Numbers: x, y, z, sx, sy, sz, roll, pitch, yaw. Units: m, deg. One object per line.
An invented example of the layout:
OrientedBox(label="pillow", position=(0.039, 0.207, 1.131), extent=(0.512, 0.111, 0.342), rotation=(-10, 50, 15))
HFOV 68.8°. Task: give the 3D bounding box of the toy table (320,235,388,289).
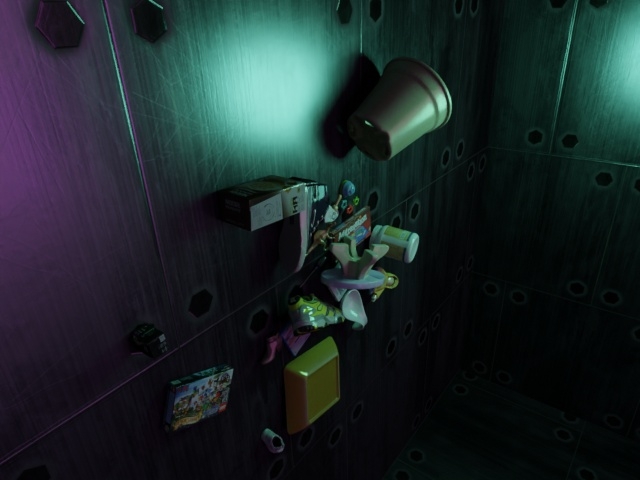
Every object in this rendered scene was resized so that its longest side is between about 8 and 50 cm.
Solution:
OrientedBox(label="toy table", position=(0.143, 0.091, 1.870), extent=(0.275, 0.252, 0.160), rotation=(-3, 110, -34))

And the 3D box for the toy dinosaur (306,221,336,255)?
OrientedBox(label="toy dinosaur", position=(0.000, 0.000, 1.845), extent=(0.183, 0.053, 0.093), rotation=(-51, 136, 0))

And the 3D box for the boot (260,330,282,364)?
OrientedBox(label="boot", position=(-0.189, 0.399, 1.755), extent=(0.118, 0.042, 0.086), rotation=(-38, 127, -42))

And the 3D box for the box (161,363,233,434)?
OrientedBox(label="box", position=(-0.391, 0.505, 1.504), extent=(0.233, 0.044, 0.159), rotation=(-3, 106, -54))

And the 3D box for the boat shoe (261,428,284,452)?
OrientedBox(label="boat shoe", position=(-0.182, 0.835, 1.929), extent=(0.066, 0.063, 0.184), rotation=(-48, 139, -32))

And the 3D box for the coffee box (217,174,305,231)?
OrientedBox(label="coffee box", position=(-0.177, -0.122, 1.447), extent=(0.247, 0.141, 0.098), rotation=(-27, 126, -48))

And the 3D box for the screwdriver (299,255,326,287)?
OrientedBox(label="screwdriver", position=(-0.034, 0.125, 1.876), extent=(0.170, 0.025, 0.024), rotation=(-46, 139, -21))

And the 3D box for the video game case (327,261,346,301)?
OrientedBox(label="video game case", position=(0.104, 0.148, 2.042), extent=(0.201, 0.023, 0.183), rotation=(-56, 149, -18))

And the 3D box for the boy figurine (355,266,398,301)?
OrientedBox(label="boy figurine", position=(0.281, 0.215, 2.294), extent=(0.285, 0.092, 0.177), rotation=(0, 101, -52))

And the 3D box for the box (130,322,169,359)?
OrientedBox(label="box", position=(-0.461, 0.272, 1.265), extent=(0.052, 0.083, 0.062), rotation=(-37, 132, -43))

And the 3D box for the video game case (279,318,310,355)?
OrientedBox(label="video game case", position=(-0.101, 0.378, 1.887), extent=(0.119, 0.015, 0.166), rotation=(-52, 141, -27))

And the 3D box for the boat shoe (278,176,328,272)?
OrientedBox(label="boat shoe", position=(-0.049, -0.056, 1.665), extent=(0.158, 0.127, 0.340), rotation=(-8, 111, -45))

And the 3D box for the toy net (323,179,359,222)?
OrientedBox(label="toy net", position=(0.073, -0.139, 1.884), extent=(0.232, 0.045, 0.122), rotation=(-46, 140, -32))

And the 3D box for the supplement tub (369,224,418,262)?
OrientedBox(label="supplement tub", position=(0.341, 0.012, 2.170), extent=(0.144, 0.200, 0.144), rotation=(-49, 148, -44))

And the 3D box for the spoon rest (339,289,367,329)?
OrientedBox(label="spoon rest", position=(0.160, 0.333, 2.179), extent=(0.137, 0.084, 0.276), rotation=(-54, 143, -26))

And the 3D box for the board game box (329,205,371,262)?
OrientedBox(label="board game box", position=(0.134, -0.031, 2.031), extent=(0.281, 0.027, 0.144), rotation=(-37, 131, -41))

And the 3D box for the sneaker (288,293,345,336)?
OrientedBox(label="sneaker", position=(-0.009, 0.281, 1.860), extent=(0.147, 0.145, 0.385), rotation=(71, 15, 12))

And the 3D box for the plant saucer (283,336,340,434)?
OrientedBox(label="plant saucer", position=(-0.015, 0.634, 2.033), extent=(0.333, 0.081, 0.332), rotation=(-21, 115, -50))

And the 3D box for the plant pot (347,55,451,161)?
OrientedBox(label="plant pot", position=(0.280, -0.482, 1.822), extent=(0.305, 0.334, 0.333), rotation=(-45, 139, -18))
